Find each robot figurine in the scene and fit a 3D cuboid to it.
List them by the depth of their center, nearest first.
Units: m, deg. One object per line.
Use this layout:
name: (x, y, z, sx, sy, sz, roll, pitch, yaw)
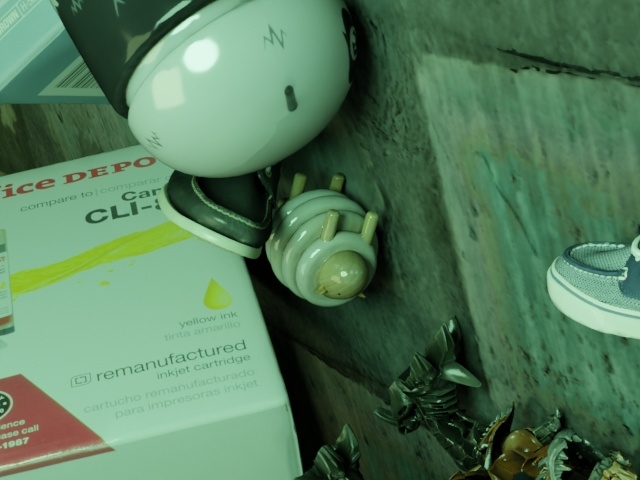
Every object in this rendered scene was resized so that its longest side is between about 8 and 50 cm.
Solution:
robot figurine: (-0.090, -0.177, 0.913, 0.173, 0.209, 0.278, -38, 75, 23)

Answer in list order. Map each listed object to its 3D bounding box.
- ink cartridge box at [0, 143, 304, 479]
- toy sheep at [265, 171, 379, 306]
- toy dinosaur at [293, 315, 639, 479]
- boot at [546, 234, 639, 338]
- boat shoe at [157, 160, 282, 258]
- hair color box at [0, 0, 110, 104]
ink cartridge box: (-0.187, 0.093, 1.107, 0.385, 0.279, 0.160, -112, 12, -53)
toy sheep: (0.000, 0.000, 1.014, 0.132, 0.091, 0.091, -124, 21, -53)
toy dinosaur: (0.104, 0.198, 0.935, 0.218, 0.164, 0.322, 42, 130, 10)
boot: (0.186, 0.005, 0.665, 0.190, 0.069, 0.086, 16, 121, 50)
boat shoe: (-0.068, -0.052, 1.008, 0.233, 0.084, 0.079, -96, 31, -70)
hair color box: (-0.264, -0.291, 1.098, 0.113, 0.185, 0.374, -36, 77, 26)
